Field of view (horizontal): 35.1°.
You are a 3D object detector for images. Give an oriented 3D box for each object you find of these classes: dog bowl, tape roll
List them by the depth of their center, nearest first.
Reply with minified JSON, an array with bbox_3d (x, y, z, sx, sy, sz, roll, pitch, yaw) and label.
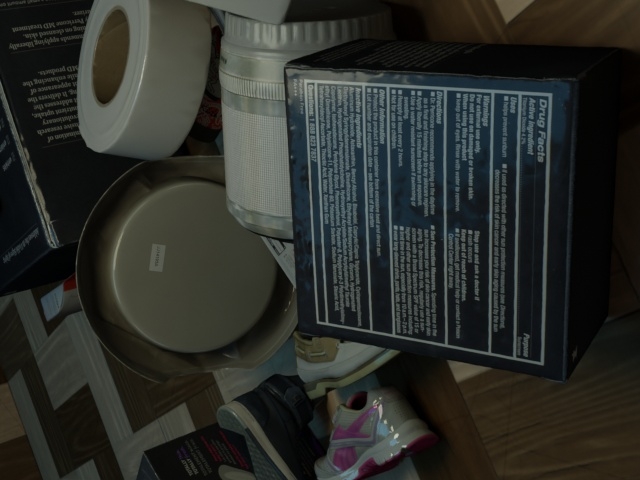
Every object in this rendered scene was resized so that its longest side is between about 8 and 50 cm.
[{"bbox_3d":[-0.267,-0.261,1.492,0.286,0.100,0.286,-14,73,55],"label":"tape roll"},{"bbox_3d":[-0.191,0.038,1.494,0.102,0.348,0.349,-174,71,-68],"label":"dog bowl"}]

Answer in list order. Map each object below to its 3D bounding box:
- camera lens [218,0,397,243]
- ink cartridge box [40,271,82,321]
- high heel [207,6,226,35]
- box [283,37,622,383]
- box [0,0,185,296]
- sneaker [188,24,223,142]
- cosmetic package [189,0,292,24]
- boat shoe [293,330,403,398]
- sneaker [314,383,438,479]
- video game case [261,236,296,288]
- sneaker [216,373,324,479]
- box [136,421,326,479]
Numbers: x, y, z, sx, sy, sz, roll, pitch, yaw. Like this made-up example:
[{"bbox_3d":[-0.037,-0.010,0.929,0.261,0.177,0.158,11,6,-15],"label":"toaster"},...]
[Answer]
[{"bbox_3d":[-0.012,-0.147,1.243,0.219,0.219,0.274,26,124,48],"label":"camera lens"},{"bbox_3d":[-0.421,0.088,1.966,0.232,0.189,0.066,-19,88,56],"label":"ink cartridge box"},{"bbox_3d":[-0.125,-0.368,1.343,0.261,0.093,0.186,-100,-8,-47],"label":"high heel"},{"bbox_3d":[0.138,-0.043,1.030,0.294,0.182,0.296,9,113,28],"label":"box"},{"bbox_3d":[-0.499,-0.185,1.864,0.480,0.297,0.472,-23,83,57],"label":"box"},{"bbox_3d":[-0.180,-0.288,1.561,0.145,0.090,0.270,-49,46,28],"label":"sneaker"},{"bbox_3d":[-0.040,-0.468,0.993,0.453,0.161,0.230,118,159,-47],"label":"cosmetic package"},{"bbox_3d":[0.039,0.139,1.391,0.302,0.113,0.103,-36,80,56],"label":"boat shoe"},{"bbox_3d":[0.065,0.275,1.436,0.252,0.103,0.111,-42,64,47],"label":"sneaker"},{"bbox_3d":[0.000,0.000,1.415,0.143,0.019,0.157,-46,62,21],"label":"video game case"},{"bbox_3d":[-0.036,0.312,1.546,0.086,0.163,0.226,-32,89,47],"label":"sneaker"},{"bbox_3d":[-0.140,0.389,1.614,0.165,0.270,0.143,52,141,29],"label":"box"}]
